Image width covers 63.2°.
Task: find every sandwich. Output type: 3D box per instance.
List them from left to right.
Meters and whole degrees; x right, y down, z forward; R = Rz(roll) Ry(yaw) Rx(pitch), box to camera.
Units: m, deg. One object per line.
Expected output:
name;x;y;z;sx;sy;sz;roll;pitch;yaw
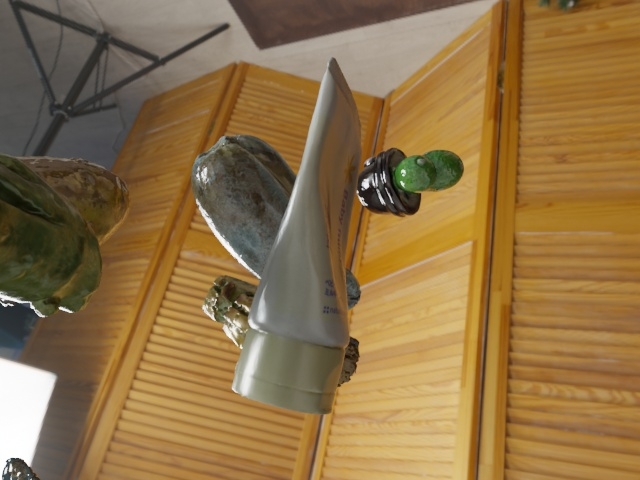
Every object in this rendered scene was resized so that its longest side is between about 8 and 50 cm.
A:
sandwich;-0.086;0.161;1.001;0.249;0.095;0.273;27;177;-30

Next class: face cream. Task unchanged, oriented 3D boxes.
face cream;0.000;0.000;0.365;0.070;0.224;0.114;11;169;16

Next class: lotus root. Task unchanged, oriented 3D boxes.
lotus root;-0.068;-0.010;0.786;0.140;0.158;0.322;-31;103;23

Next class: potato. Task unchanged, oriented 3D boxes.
potato;-0.436;-0.049;0.827;0.229;0.266;0.229;16;123;27

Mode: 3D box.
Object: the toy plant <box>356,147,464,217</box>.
toy plant;0.220;-0.150;1.280;0.235;0.175;0.218;-16;-179;34

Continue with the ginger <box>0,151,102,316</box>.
ginger;-0.197;0.010;0.259;0.137;0.089;0.290;51;-179;-11

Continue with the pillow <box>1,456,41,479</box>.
pillow;-0.279;0.342;0.463;0.034;0.255;0.189;12;172;-36
